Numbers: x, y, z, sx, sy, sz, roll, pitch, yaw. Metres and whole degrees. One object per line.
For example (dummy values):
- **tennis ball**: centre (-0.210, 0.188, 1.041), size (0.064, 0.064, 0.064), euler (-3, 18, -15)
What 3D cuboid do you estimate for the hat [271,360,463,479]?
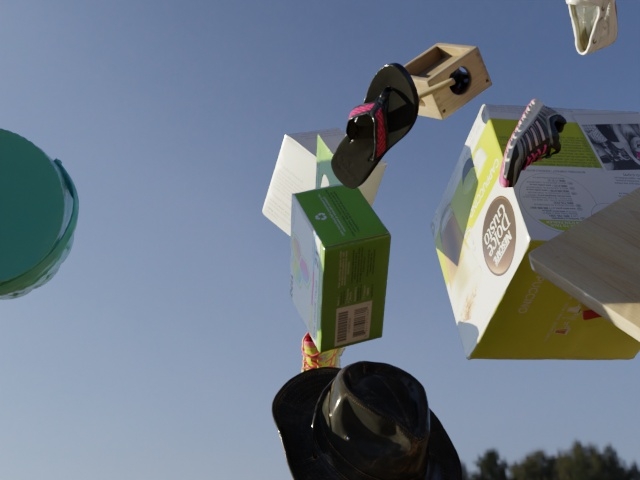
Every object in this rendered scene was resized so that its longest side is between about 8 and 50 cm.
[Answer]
- **hat**: centre (0.094, 0.273, 1.470), size (0.332, 0.331, 0.134), euler (5, -52, -28)

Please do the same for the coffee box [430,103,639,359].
- **coffee box**: centre (0.432, -0.007, 1.778), size (0.338, 0.334, 0.337), euler (2, -41, -13)

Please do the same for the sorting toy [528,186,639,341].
- **sorting toy**: centre (0.439, 0.044, 1.209), size (0.256, 0.257, 0.089), euler (-29, -54, -16)

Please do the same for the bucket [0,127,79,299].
- **bucket**: centre (-0.514, -0.041, 1.535), size (0.281, 0.281, 0.183), euler (-3, -5, -12)

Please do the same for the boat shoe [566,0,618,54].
- **boat shoe**: centre (0.561, -0.520, 2.067), size (0.096, 0.277, 0.098), euler (-34, 32, -27)

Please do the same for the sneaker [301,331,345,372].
- **sneaker**: centre (-0.007, 0.214, 1.820), size (0.082, 0.208, 0.094), euler (9, -11, 36)

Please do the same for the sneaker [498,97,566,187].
- **sneaker**: centre (0.330, -0.144, 1.520), size (0.075, 0.170, 0.063), euler (25, -29, 11)

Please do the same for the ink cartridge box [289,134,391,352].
- **ink cartridge box**: centre (0.000, 0.000, 1.379), size (0.097, 0.255, 0.188), euler (-12, -50, -18)

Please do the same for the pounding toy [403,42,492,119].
- **pounding toy**: centre (0.208, -0.265, 1.800), size (0.206, 0.094, 0.181), euler (-36, 28, -17)

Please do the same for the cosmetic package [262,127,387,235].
- **cosmetic package**: centre (0.006, -0.103, 1.932), size (0.151, 0.151, 0.183), euler (-14, -48, -44)

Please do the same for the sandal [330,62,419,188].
- **sandal**: centre (0.054, -0.120, 1.105), size (0.040, 0.067, 0.179), euler (-26, -23, -43)
